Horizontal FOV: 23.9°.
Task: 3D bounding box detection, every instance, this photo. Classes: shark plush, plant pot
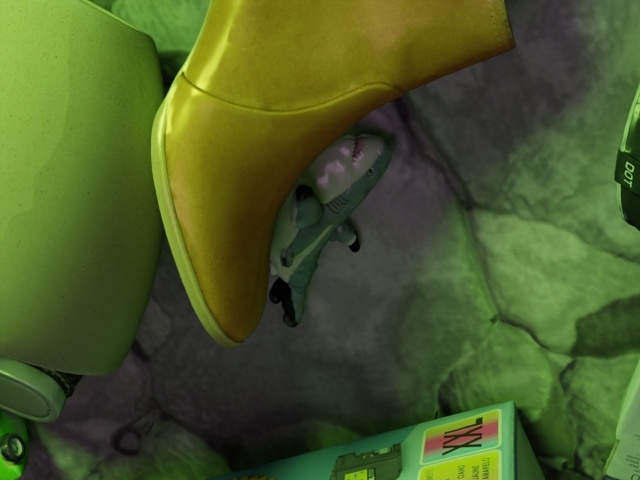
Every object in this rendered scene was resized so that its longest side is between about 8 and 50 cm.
[{"bbox_3d":[0.000,0.000,1.000,0.067,0.073,0.161,1,118,-19],"label":"shark plush"},{"bbox_3d":[-0.202,-0.070,0.920,0.284,0.284,0.191,30,95,-1],"label":"plant pot"}]

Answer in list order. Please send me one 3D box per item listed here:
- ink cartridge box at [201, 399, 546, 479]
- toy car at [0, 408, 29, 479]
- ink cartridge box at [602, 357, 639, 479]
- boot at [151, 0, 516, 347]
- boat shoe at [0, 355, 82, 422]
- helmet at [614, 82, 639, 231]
[{"bbox_3d":[-0.037,0.275,1.000,0.395,0.270,0.151,-18,111,14],"label":"ink cartridge box"},{"bbox_3d":[-0.229,0.190,1.181,0.239,0.053,0.225,-22,110,26],"label":"toy car"},{"bbox_3d":[0.308,0.112,0.953,0.223,0.045,0.224,17,144,8],"label":"ink cartridge box"},{"bbox_3d":[0.009,-0.089,0.879,0.211,0.104,0.295,-7,100,9],"label":"boot"},{"bbox_3d":[-0.277,0.056,1.111,0.228,0.068,0.081,25,148,7],"label":"boat shoe"},{"bbox_3d":[0.262,-0.046,0.834,0.161,0.169,0.169,18,124,27],"label":"helmet"}]
